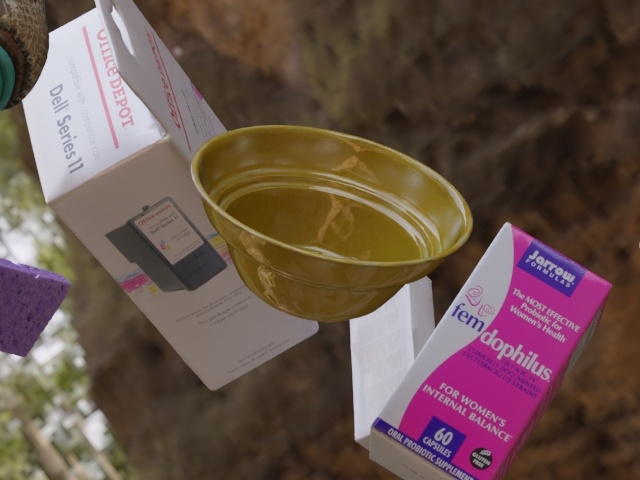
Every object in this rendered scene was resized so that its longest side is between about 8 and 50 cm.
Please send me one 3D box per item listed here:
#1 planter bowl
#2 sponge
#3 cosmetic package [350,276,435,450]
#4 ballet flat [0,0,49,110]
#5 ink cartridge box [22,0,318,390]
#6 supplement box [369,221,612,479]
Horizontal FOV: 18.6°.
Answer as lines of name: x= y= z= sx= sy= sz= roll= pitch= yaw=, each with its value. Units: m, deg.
planter bowl: x=0.000 y=0.000 z=1.487 sx=0.217 sy=0.217 sz=0.090 roll=-20 pitch=-47 yaw=-47
sponge: x=-0.416 y=0.075 z=2.427 sx=0.210 sy=0.031 sz=0.117 roll=20 pitch=-72 yaw=-50
cosmetic package: x=0.094 y=0.149 z=2.456 sx=0.099 sy=0.239 sz=0.060 roll=-29 pitch=-48 yaw=29
ballet flat: x=-0.441 y=-0.209 z=1.458 sx=0.483 sy=0.182 sz=0.164 roll=9 pitch=-42 yaw=-14
ink cartridge box: x=-0.147 y=-0.060 z=1.656 sx=0.119 sy=0.207 sz=0.353 roll=-28 pitch=-46 yaw=7
supplement box: x=0.146 y=0.113 z=1.687 sx=0.220 sy=0.111 sz=0.114 roll=-56 pitch=-12 yaw=-17
